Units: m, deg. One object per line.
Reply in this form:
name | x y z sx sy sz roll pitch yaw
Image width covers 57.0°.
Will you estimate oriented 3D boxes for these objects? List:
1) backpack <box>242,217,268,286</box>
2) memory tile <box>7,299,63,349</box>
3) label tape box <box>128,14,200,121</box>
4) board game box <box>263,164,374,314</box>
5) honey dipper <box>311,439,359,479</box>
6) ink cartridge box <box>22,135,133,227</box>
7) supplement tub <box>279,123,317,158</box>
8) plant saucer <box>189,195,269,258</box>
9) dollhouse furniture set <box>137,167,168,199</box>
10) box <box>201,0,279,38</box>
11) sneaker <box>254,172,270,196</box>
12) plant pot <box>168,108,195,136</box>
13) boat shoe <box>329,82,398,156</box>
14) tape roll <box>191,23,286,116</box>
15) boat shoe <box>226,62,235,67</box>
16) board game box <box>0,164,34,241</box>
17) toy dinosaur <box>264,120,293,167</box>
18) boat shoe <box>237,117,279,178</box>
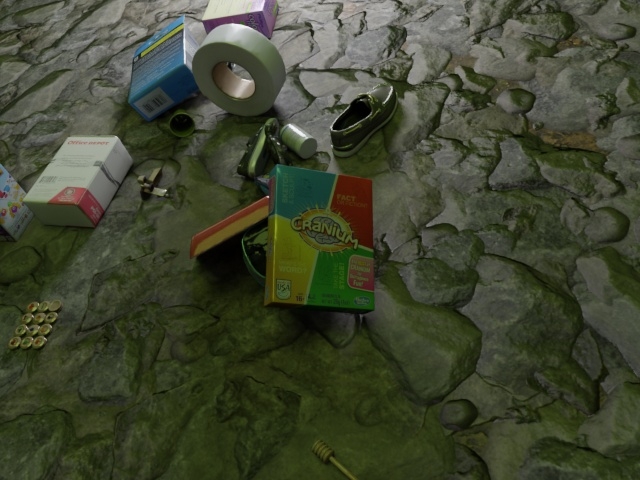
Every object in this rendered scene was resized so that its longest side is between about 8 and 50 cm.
backpack | -0.094 0.024 1.418 0.188 0.144 0.165 -27 78 -22
memory tile | -0.752 0.222 1.556 0.113 0.012 0.148 -3 50 14
label tape box | -0.543 -0.615 2.085 0.249 0.115 0.347 -28 45 17
board game box | 0.000 0.000 1.335 0.242 0.064 0.316 6 72 -20
honey dipper | 0.049 0.444 1.127 0.161 0.030 0.030 34 67 31
ink cartridge box | -0.740 -0.186 1.821 0.207 0.117 0.283 4 53 19
supplement tub | -0.066 -0.296 1.746 0.071 0.071 0.107 -36 50 -14
plant saucer | -0.218 -0.038 1.481 0.258 0.047 0.259 -30 5 -8
dollhouse furniture set | -0.485 -0.183 1.778 0.081 0.091 0.114 13 52 7
box | -0.303 -0.870 2.264 0.243 0.117 0.213 -5 50 14
sneaker | -0.130 -0.133 1.636 0.069 0.082 0.209 -19 27 -18
plant pot | -0.460 -0.396 1.949 0.083 0.083 0.079 -21 36 -2
boat shoe | 0.131 -0.375 1.740 0.109 0.091 0.305 23 61 31
tape roll | -0.257 -0.531 1.858 0.286 0.286 0.100 6 54 21
boat shoe | -0.351 -0.669 2.130 0.079 0.095 0.254 -11 39 22
board game box | -1.008 -0.137 1.755 0.142 0.275 0.144 1 51 17
toy dinosaur | -0.108 -0.227 1.669 0.064 0.118 0.268 -24 49 -4
boat shoe | -0.190 -0.280 1.772 0.076 0.080 0.228 7 61 19
